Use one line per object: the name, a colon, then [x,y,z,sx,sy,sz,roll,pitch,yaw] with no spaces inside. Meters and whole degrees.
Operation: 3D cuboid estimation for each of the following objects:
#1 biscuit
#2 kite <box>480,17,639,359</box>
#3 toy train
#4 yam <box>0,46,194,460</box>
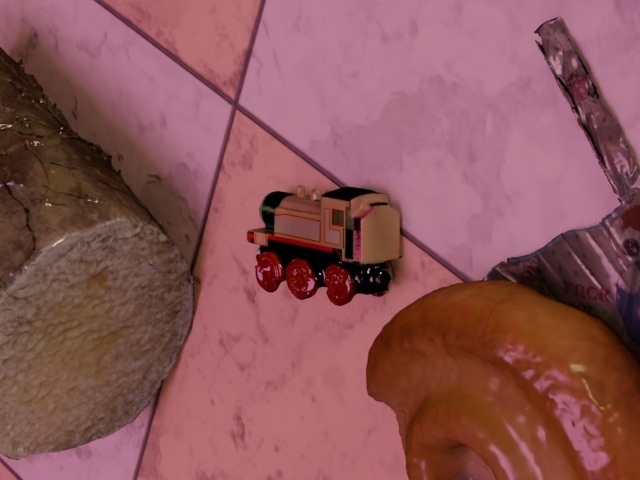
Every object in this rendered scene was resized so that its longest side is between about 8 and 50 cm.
biscuit: [0.143,0.148,1.312,0.213,0.091,0.274,-45,69,49]
kite: [0.219,-0.007,1.257,0.335,0.011,0.314,-30,79,45]
toy train: [0.000,0.000,1.454,0.138,0.050,0.087,10,104,45]
yam: [-0.279,-0.015,1.622,0.348,0.241,0.241,50,132,26]
